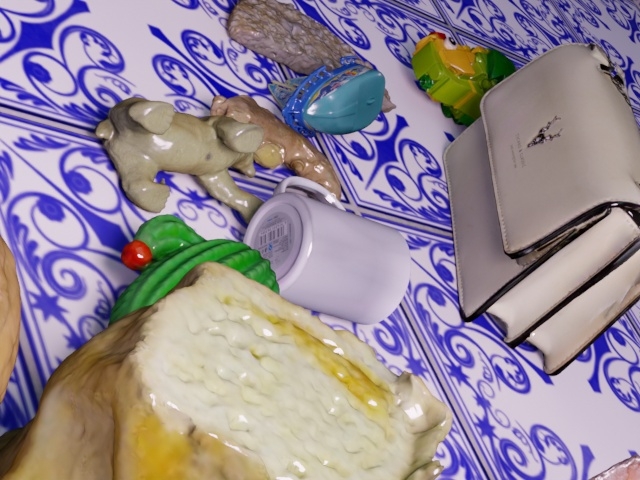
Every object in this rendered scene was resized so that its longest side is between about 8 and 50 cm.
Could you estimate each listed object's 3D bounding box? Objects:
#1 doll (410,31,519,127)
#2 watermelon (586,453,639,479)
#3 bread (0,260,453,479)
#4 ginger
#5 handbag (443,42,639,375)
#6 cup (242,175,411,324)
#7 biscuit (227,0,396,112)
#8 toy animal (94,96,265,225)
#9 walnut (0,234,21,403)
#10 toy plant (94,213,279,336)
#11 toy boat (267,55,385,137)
[{"bbox_3d":[0.201,-0.204,1.816,0.186,0.106,0.134,30,42,-25],"label":"doll"},{"bbox_3d":[0.177,0.253,1.125,0.207,0.202,0.136,26,-6,-36],"label":"watermelon"},{"bbox_3d":[-0.087,0.149,0.787,0.238,0.252,0.196,28,30,-23],"label":"bread"},{"bbox_3d":[-0.043,-0.095,1.397,0.173,0.051,0.069,32,34,-20],"label":"ginger"},{"bbox_3d":[0.270,-0.054,1.564,0.160,0.237,0.358,35,29,-22],"label":"handbag"},{"bbox_3d":[-0.004,0.010,1.268,0.133,0.099,0.136,17,14,-40],"label":"cup"},{"bbox_3d":[-0.019,-0.240,1.646,0.250,0.032,0.133,22,34,-35],"label":"biscuit"},{"bbox_3d":[-0.118,-0.084,1.257,0.218,0.103,0.101,7,22,-44],"label":"toy animal"},{"bbox_3d":[-0.267,0.051,0.713,0.228,0.228,0.228,33,30,-22],"label":"walnut"},{"bbox_3d":[-0.098,0.072,1.052,0.154,0.088,0.240,36,29,-18],"label":"toy plant"},{"bbox_3d":[-0.009,-0.159,1.518,0.110,0.091,0.175,18,22,23],"label":"toy boat"}]
